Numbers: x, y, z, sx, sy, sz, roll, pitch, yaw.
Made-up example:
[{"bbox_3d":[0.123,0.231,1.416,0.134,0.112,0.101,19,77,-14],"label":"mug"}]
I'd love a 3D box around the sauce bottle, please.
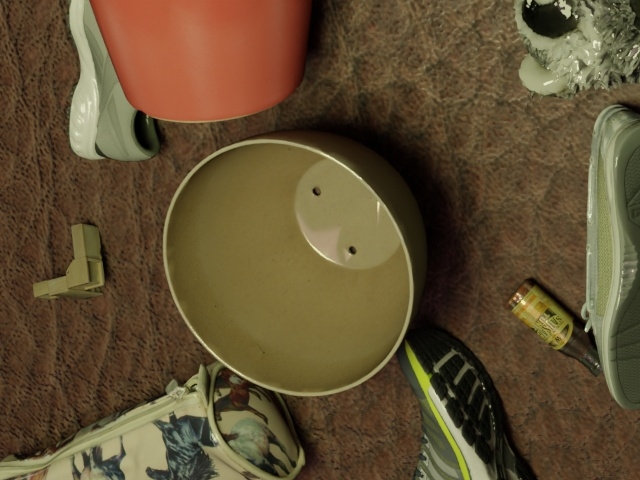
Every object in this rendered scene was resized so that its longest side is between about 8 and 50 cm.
[{"bbox_3d":[0.259,0.096,1.974,0.128,0.042,0.042,40,121,5],"label":"sauce bottle"}]

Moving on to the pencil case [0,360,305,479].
[{"bbox_3d":[-0.224,0.271,2.191,0.410,0.160,0.183,-26,115,30],"label":"pencil case"}]

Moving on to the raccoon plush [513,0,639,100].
[{"bbox_3d":[0.378,-0.158,1.713,0.446,0.216,0.299,42,157,-5],"label":"raccoon plush"}]

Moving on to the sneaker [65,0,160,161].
[{"bbox_3d":[-0.219,-0.212,2.038,0.108,0.100,0.272,13,121,18],"label":"sneaker"}]

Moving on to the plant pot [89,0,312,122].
[{"bbox_3d":[-0.124,-0.271,1.890,0.274,0.275,0.243,7,122,22],"label":"plant pot"}]

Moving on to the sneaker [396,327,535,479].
[{"bbox_3d":[0.145,0.240,2.049,0.121,0.111,0.300,-18,100,33],"label":"sneaker"}]

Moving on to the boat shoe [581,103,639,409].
[{"bbox_3d":[0.326,0.020,1.886,0.118,0.103,0.320,-13,113,-12],"label":"boat shoe"}]

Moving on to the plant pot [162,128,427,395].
[{"bbox_3d":[0.000,0.000,1.965,0.284,0.191,0.284,9,113,22],"label":"plant pot"}]

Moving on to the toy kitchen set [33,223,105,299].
[{"bbox_3d":[-0.295,0.029,2.202,0.083,0.068,0.075,-15,75,29],"label":"toy kitchen set"}]
